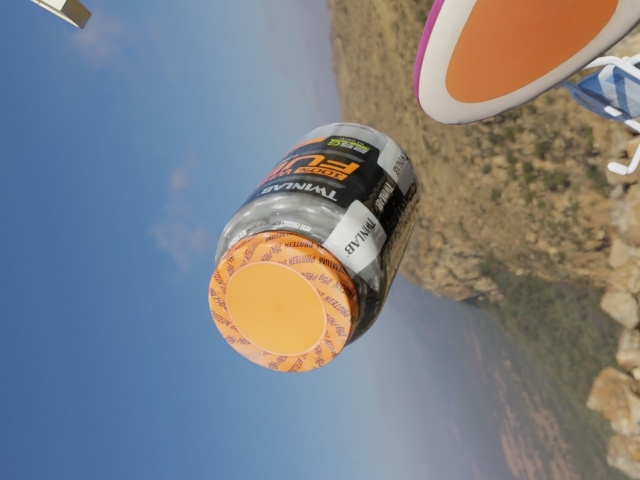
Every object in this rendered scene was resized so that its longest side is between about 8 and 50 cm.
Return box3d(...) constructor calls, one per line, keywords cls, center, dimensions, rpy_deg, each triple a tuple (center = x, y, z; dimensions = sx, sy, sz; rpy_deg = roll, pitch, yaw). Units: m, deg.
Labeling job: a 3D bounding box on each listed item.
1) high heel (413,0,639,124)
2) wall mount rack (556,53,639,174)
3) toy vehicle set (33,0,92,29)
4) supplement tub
box3d(cls="high heel", center=(0.180, -0.252, 0.543), dimensions=(0.127, 0.377, 0.181), rpy_deg=(27, -148, -24))
box3d(cls="wall mount rack", center=(0.419, -0.214, 1.291), dimensions=(0.130, 0.304, 0.350), rpy_deg=(-62, 3, -1))
box3d(cls="toy vehicle set", center=(-0.541, -0.464, 1.432), dimensions=(0.035, 0.267, 0.166), rpy_deg=(-61, 5, 1))
box3d(cls="supplement tub", center=(0.000, 0.000, 1.018), dimensions=(0.338, 0.207, 0.207), rpy_deg=(-60, -41, -59))
